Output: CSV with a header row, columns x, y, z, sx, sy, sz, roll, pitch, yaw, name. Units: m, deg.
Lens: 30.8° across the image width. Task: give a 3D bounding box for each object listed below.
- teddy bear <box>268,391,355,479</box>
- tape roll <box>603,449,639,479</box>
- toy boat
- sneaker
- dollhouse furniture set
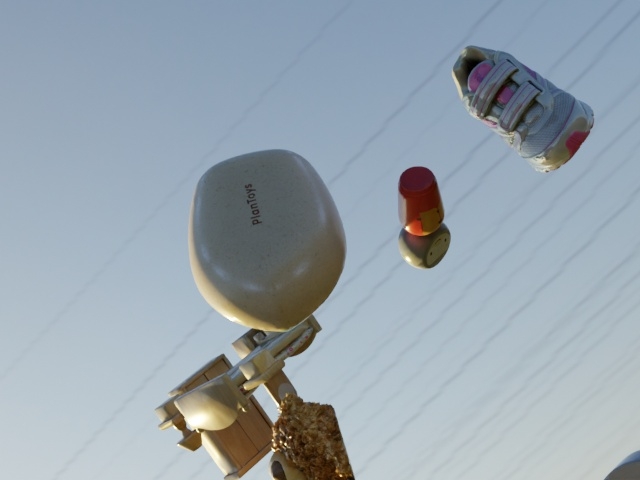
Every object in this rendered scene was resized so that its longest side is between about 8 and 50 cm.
x,y,z,sx,sy,sz,roll,pitch,yaw,name
0.001,0.364,1.666,0.113,0.245,0.338,-19,-27,-2,teddy bear
0.566,0.454,1.914,0.219,0.219,0.072,-53,-17,29,tape roll
0.000,0.000,1.411,0.318,0.267,0.148,-10,-41,2,toy boat
0.235,-0.168,1.431,0.111,0.252,0.103,28,-80,-32,sneaker
-0.053,0.220,1.737,0.303,0.173,0.355,-38,4,-41,dollhouse furniture set
